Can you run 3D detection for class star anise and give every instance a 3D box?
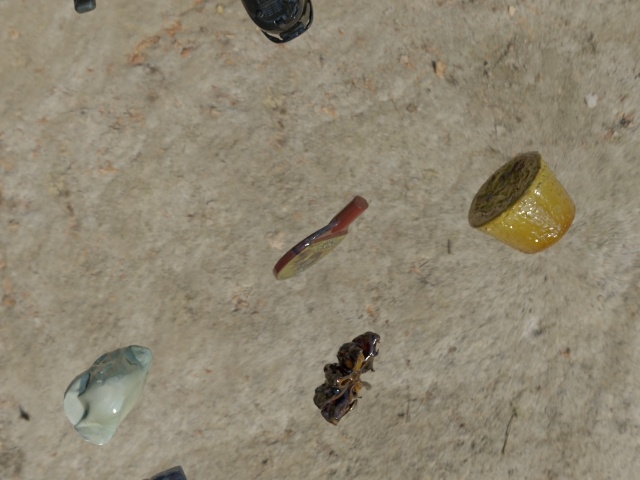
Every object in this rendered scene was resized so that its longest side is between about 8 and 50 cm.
[{"bbox_3d":[0.045,0.247,1.092,0.073,0.177,0.233,26,140,26],"label":"star anise"}]

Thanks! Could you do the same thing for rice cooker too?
[{"bbox_3d":[-0.082,-0.435,1.121,0.112,0.106,0.165,-25,89,18],"label":"rice cooker"}]

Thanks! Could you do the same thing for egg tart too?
[{"bbox_3d":[0.423,-0.067,1.328,0.147,0.202,0.202,38,104,-15],"label":"egg tart"}]

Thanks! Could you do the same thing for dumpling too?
[{"bbox_3d":[-0.469,0.323,1.400,0.151,0.124,0.228,25,63,10],"label":"dumpling"}]

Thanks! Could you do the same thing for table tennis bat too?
[{"bbox_3d":[0.000,0.000,1.501,0.310,0.200,0.038,-43,75,36],"label":"table tennis bat"}]

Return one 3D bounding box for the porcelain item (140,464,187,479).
[{"bbox_3d":[-0.313,0.546,1.293,0.114,0.147,0.147,-19,82,-20],"label":"porcelain item"}]

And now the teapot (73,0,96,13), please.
[{"bbox_3d":[-0.376,-0.478,0.848,0.223,0.305,0.285,-28,57,27],"label":"teapot"}]
